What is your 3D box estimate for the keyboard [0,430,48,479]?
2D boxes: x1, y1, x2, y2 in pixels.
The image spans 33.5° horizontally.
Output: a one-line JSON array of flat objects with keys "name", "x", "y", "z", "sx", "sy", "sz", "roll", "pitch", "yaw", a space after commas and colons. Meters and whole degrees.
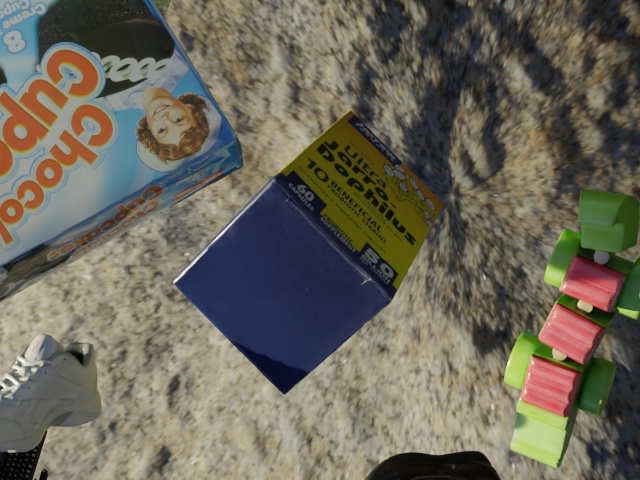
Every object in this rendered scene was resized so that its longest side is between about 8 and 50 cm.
[{"name": "keyboard", "x": -0.407, "y": 0.326, "z": 1.445, "sx": 0.038, "sy": 0.192, "sz": 0.100, "roll": -24, "pitch": 131, "yaw": 34}]

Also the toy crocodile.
[{"name": "toy crocodile", "x": 0.279, "y": 0.101, "z": 1.170, "sx": 0.115, "sy": 0.105, "sz": 0.341, "roll": 24, "pitch": 114, "yaw": 20}]

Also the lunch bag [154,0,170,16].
[{"name": "lunch bag", "x": -0.295, "y": -0.400, "z": 1.273, "sx": 0.262, "sy": 0.160, "sz": 0.224, "roll": 16, "pitch": 101, "yaw": 5}]

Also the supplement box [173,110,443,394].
[{"name": "supplement box", "x": 0.000, "y": 0.000, "z": 1.364, "sx": 0.194, "sy": 0.356, "sz": 0.195, "roll": 45, "pitch": 114, "yaw": -3}]

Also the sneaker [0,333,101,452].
[{"name": "sneaker", "x": -0.335, "y": 0.167, "z": 1.211, "sx": 0.090, "sy": 0.232, "sz": 0.115, "roll": 8, "pitch": 100, "yaw": 19}]

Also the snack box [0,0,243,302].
[{"name": "snack box", "x": -0.236, "y": -0.055, "z": 0.721, "sx": 0.322, "sy": 0.060, "sz": 0.187, "roll": -30, "pitch": 74, "yaw": -8}]

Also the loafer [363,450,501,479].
[{"name": "loafer", "x": 0.122, "y": 0.267, "z": 1.103, "sx": 0.078, "sy": 0.220, "sz": 0.080, "roll": 36, "pitch": 118, "yaw": 41}]
